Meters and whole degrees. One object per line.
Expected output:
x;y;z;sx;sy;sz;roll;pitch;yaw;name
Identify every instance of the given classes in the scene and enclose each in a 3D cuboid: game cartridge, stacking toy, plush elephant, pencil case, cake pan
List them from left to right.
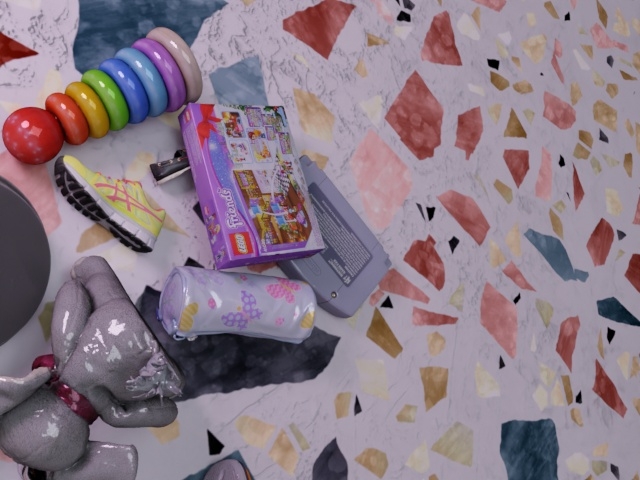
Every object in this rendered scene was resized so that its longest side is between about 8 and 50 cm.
-0.507;0.035;0.912;0.293;0.054;0.294;-6;98;-47;cake pan
-0.338;0.212;0.927;0.255;0.330;0.272;-34;109;-14;plush elephant
-0.359;-0.224;1.090;0.330;0.141;0.141;-38;101;-29;stacking toy
-0.139;0.116;1.153;0.273;0.113;0.124;7;46;-34;pencil case
0.000;0.000;1.315;0.198;0.062;0.297;-46;105;-28;game cartridge

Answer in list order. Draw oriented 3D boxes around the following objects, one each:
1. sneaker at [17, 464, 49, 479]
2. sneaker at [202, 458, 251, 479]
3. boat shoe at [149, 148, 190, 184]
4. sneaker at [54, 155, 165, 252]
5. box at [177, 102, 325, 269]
-0.407;0.365;0.964;0.040;0.043;0.109;-30;97;-37;sneaker
-0.115;0.532;1.085;0.180;0.124;0.321;35;41;-50;sneaker
-0.243;-0.145;1.189;0.133;0.049;0.042;-31;104;-30;boat shoe
-0.343;-0.074;1.094;0.208;0.081;0.094;46;57;-29;sneaker
-0.123;-0.103;1.187;0.200;0.057;0.294;-6;74;-37;box
